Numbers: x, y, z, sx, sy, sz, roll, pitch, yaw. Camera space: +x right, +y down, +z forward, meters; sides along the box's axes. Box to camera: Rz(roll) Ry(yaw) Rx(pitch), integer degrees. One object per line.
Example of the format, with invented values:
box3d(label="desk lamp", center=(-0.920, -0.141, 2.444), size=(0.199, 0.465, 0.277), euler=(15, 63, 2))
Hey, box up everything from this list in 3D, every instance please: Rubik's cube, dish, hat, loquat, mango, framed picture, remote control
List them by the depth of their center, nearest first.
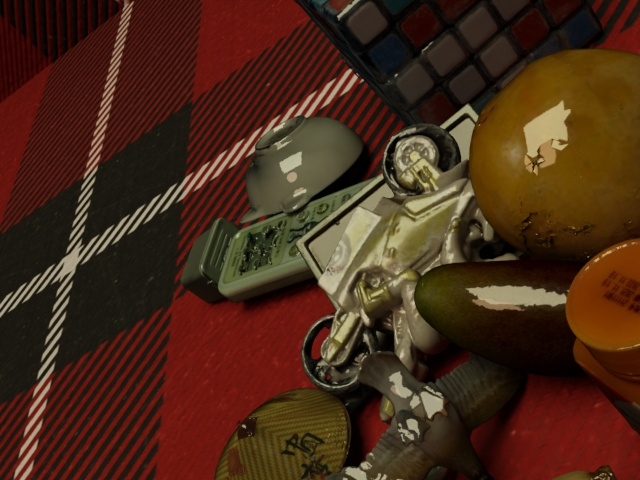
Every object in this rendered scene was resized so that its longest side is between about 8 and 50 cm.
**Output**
box3d(label="mango", center=(0.218, 0.076, 0.929), size=(0.268, 0.133, 0.111), euler=(4, 73, 27))
box3d(label="loquat", center=(0.272, -0.081, 0.964), size=(0.235, 0.235, 0.235), euler=(-28, 37, 24))
box3d(label="hat", center=(-0.064, 0.229, 1.065), size=(0.193, 0.082, 0.193), euler=(-24, 37, 20))
box3d(label="framed picture", center=(0.127, -0.007, 1.157), size=(0.290, 0.020, 0.211), euler=(-38, 59, 10))
box3d(label="Rubik's cube", center=(0.158, -0.337, 1.310), size=(0.293, 0.292, 0.287), euler=(-40, 34, 4))
box3d(label="remote control", center=(0.000, 0.000, 1.321), size=(0.335, 0.065, 0.128), euler=(-19, 43, 34))
box3d(label="dish", center=(-0.052, -0.126, 1.436), size=(0.228, 0.086, 0.236), euler=(-34, 21, -2))

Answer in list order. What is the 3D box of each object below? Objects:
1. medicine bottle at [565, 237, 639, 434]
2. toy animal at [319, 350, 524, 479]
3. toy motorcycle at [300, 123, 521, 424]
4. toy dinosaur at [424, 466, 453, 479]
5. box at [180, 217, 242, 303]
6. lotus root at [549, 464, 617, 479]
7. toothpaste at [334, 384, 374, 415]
box3d(label="medicine bottle", center=(0.292, 0.102, 0.755), size=(0.112, 0.222, 0.149), euler=(-47, 34, -2))
box3d(label="toy animal", center=(0.111, 0.199, 0.908), size=(0.272, 0.160, 0.197), euler=(-41, 48, -5))
box3d(label="toy motorcycle", center=(0.118, 0.040, 1.074), size=(0.223, 0.108, 0.340), euler=(24, 85, 23))
box3d(label="toy dinosaur", center=(0.030, 0.321, 0.953), size=(0.167, 0.053, 0.242), euler=(-5, 42, 36))
box3d(label="box", center=(-0.161, 0.035, 1.446), size=(0.069, 0.084, 0.122), euler=(-26, 36, 39))
box3d(label="lotus root", center=(0.206, 0.256, 0.831), size=(0.150, 0.062, 0.073), euler=(-41, 56, 10))
box3d(label="toothpaste", center=(-0.012, 0.232, 1.116), size=(0.216, 0.037, 0.062), euler=(-46, 26, -6))
